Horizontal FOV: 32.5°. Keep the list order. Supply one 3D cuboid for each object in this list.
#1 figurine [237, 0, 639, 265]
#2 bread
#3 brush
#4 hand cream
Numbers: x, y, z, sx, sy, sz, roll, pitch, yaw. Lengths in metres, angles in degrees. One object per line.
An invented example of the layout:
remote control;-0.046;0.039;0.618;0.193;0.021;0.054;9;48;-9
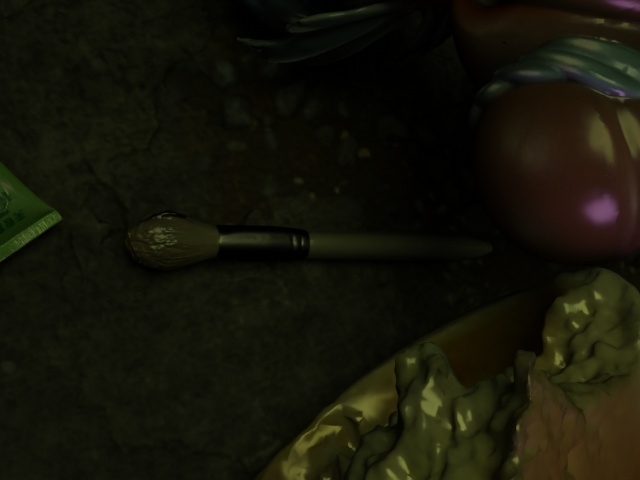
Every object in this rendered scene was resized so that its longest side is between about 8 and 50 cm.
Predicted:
figurine;0.116;-0.158;0.763;0.388;0.248;0.276;25;30;37
bread;0.078;0.199;0.607;0.245;0.329;0.424;42;49;1
brush;0.000;0.000;0.831;0.299;0.039;0.042;0;67;-21
hand cream;-0.269;-0.056;0.752;0.175;0.046;0.095;49;59;3
